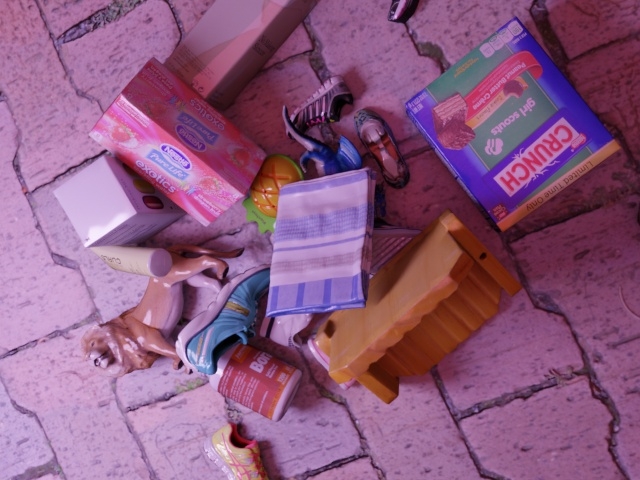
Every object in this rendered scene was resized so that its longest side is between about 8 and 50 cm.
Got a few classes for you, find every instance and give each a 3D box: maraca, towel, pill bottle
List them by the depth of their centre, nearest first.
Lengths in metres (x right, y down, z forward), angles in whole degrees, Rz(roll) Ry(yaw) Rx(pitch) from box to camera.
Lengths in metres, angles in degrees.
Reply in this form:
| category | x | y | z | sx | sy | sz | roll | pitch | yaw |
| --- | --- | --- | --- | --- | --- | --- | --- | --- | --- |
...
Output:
| category | x | y | z | sx | sy | sz | roll | pitch | yaw |
| --- | --- | --- | --- | --- | --- | --- | --- | --- | --- |
| towel | 0.000 | 0.000 | 1.250 | 0.209 | 0.034 | 0.285 | -9 | 59 | 24 |
| maraca | -0.100 | -0.097 | 1.422 | 0.127 | 0.099 | 0.186 | 43 | 122 | 16 |
| pill bottle | -0.157 | 0.286 | 1.435 | 0.216 | 0.121 | 0.121 | 25 | 97 | 9 |

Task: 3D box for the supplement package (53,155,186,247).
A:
| category | x | y | z | sx | sy | sz | roll | pitch | yaw |
| --- | --- | --- | --- | --- | --- | --- | --- | --- | --- |
| supplement package | -0.410 | -0.079 | 1.407 | 0.134 | 0.244 | 0.139 | -32 | 87 | 11 |

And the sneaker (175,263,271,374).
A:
| category | x | y | z | sx | sy | sz | roll | pitch | yaw |
| --- | --- | --- | --- | --- | --- | --- | --- | --- | --- |
| sneaker | -0.173 | 0.165 | 1.398 | 0.110 | 0.107 | 0.275 | 30 | 65 | 25 |

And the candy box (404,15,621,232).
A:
| category | x | y | z | sx | sy | sz | roll | pitch | yaw |
| --- | --- | --- | --- | --- | --- | --- | --- | --- | --- |
| candy box | 0.362 | -0.215 | 1.308 | 0.268 | 0.122 | 0.317 | -38 | 86 | 10 |

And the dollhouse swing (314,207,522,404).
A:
| category | x | y | z | sx | sy | sz | roll | pitch | yaw |
| --- | --- | --- | --- | --- | --- | --- | --- | --- | --- |
| dollhouse swing | 0.199 | 0.163 | 1.208 | 0.347 | 0.305 | 0.315 | -43 | 113 | 9 |

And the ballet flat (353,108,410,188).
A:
| category | x | y | z | sx | sy | sz | roll | pitch | yaw |
| --- | --- | --- | --- | --- | --- | --- | --- | --- | --- |
| ballet flat | 0.127 | -0.194 | 1.386 | 0.070 | 0.070 | 0.188 | -33 | 86 | 11 |

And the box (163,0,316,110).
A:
| category | x | y | z | sx | sy | sz | roll | pitch | yaw |
| --- | --- | --- | --- | --- | --- | --- | --- | --- | --- |
| box | -0.163 | -0.430 | 1.394 | 0.121 | 0.148 | 0.311 | 44 | 101 | 5 |

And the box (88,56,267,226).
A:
| category | x | y | z | sx | sy | sz | roll | pitch | yaw |
| --- | --- | --- | --- | --- | --- | --- | --- | --- | --- |
| box | -0.279 | -0.192 | 1.346 | 0.300 | 0.142 | 0.154 | 40 | 134 | -19 |

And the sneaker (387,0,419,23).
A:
| category | x | y | z | sx | sy | sz | roll | pitch | yaw |
| --- | --- | --- | --- | --- | --- | --- | --- | --- | --- |
| sneaker | 0.167 | -0.529 | 1.370 | 0.077 | 0.072 | 0.178 | 21 | 88 | 22 |

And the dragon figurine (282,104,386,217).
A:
| category | x | y | z | sx | sy | sz | roll | pitch | yaw |
| --- | --- | --- | --- | --- | --- | --- | --- | --- | --- |
| dragon figurine | 0.034 | -0.163 | 1.384 | 0.144 | 0.085 | 0.289 | -26 | 92 | 0 |

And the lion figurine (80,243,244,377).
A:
| category | x | y | z | sx | sy | sz | roll | pitch | yaw |
| --- | --- | --- | --- | --- | --- | --- | --- | --- | --- |
| lion figurine | -0.348 | 0.141 | 1.477 | 0.240 | 0.142 | 0.392 | 27 | 83 | 18 |

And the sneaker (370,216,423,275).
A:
| category | x | y | z | sx | sy | sz | roll | pitch | yaw |
| --- | --- | --- | --- | --- | --- | --- | --- | --- | --- |
| sneaker | 0.133 | 0.019 | 1.373 | 0.321 | 0.127 | 0.126 | 13 | 101 | -13 |

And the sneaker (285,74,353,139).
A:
| category | x | y | z | sx | sy | sz | roll | pitch | yaw |
| --- | --- | --- | --- | --- | --- | --- | --- | --- | --- |
| sneaker | 0.002 | -0.265 | 1.407 | 0.170 | 0.063 | 0.075 | -43 | 78 | 5 |

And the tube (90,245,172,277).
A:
| category | x | y | z | sx | sy | sz | roll | pitch | yaw |
| --- | --- | --- | --- | --- | --- | --- | --- | --- | --- |
| tube | -0.414 | 0.043 | 1.446 | 0.240 | 0.062 | 0.070 | 5 | 102 | 41 |

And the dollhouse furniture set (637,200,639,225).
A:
| category | x | y | z | sx | sy | sz | roll | pitch | yaw |
| --- | --- | --- | --- | --- | --- | --- | --- | --- | --- |
| dollhouse furniture set | 0.649 | -0.107 | 1.270 | 0.129 | 0.129 | 0.184 | -24 | 63 | 12 |

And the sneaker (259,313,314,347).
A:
| category | x | y | z | sx | sy | sz | roll | pitch | yaw |
| --- | --- | --- | --- | --- | --- | --- | --- | --- | --- |
| sneaker | -0.049 | 0.120 | 1.412 | 0.095 | 0.090 | 0.235 | 24 | 118 | 6 |

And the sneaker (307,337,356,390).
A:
| category | x | y | z | sx | sy | sz | roll | pitch | yaw |
| --- | --- | --- | --- | --- | --- | --- | --- | --- | --- |
| sneaker | 0.037 | 0.247 | 1.431 | 0.070 | 0.051 | 0.134 | -41 | 88 | 9 |

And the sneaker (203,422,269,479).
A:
| category | x | y | z | sx | sy | sz | roll | pitch | yaw |
| --- | --- | --- | --- | --- | --- | --- | --- | --- | --- |
| sneaker | -0.157 | 0.485 | 1.465 | 0.208 | 0.081 | 0.094 | 43 | 97 | 7 |
